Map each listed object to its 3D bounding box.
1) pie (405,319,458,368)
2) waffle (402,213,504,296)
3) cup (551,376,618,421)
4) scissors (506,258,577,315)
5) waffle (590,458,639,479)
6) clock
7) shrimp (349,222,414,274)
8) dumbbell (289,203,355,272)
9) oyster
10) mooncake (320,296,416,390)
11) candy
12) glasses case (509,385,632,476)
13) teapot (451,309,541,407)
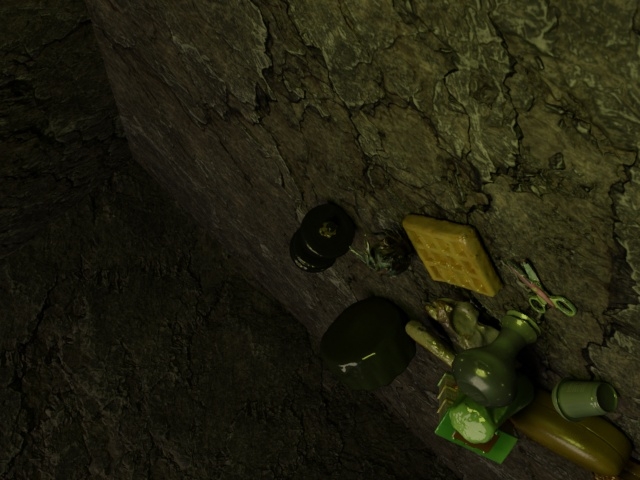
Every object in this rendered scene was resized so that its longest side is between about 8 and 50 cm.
[{"bbox_3d":[0.407,0.361,1.944,0.337,0.075,0.337,33,-179,-1],"label":"pie"},{"bbox_3d":[0.345,0.037,1.562,0.248,0.055,0.221,18,148,55],"label":"waffle"},{"bbox_3d":[0.699,0.415,1.550,0.120,0.120,0.141,46,148,-4],"label":"cup"},{"bbox_3d":[0.520,0.113,1.408,0.187,0.020,0.133,48,159,-15],"label":"scissors"},{"bbox_3d":[0.951,0.752,1.712,0.308,0.091,0.213,24,146,54],"label":"waffle"},{"bbox_3d":[0.480,0.532,1.844,0.219,0.106,0.255,24,-156,1],"label":"clock"},{"bbox_3d":[0.174,0.039,1.659,0.372,0.172,0.137,30,-140,-70],"label":"shrimp"},{"bbox_3d":[0.000,0.000,2.034,0.185,0.185,0.388,44,163,2],"label":"dumbbell"},{"bbox_3d":[0.456,0.278,1.737,0.337,0.133,0.197,46,155,-19],"label":"oyster"},{"bbox_3d":[0.183,0.393,2.225,0.356,0.356,0.194,15,143,57],"label":"mooncake"},{"bbox_3d":[0.497,0.465,1.693,0.132,0.343,0.142,-35,76,37],"label":"candy"},{"bbox_3d":[0.723,0.568,1.765,0.371,0.141,0.173,20,149,52],"label":"glasses case"},{"bbox_3d":[0.476,0.311,1.562,0.183,0.251,0.183,38,160,17],"label":"teapot"}]
